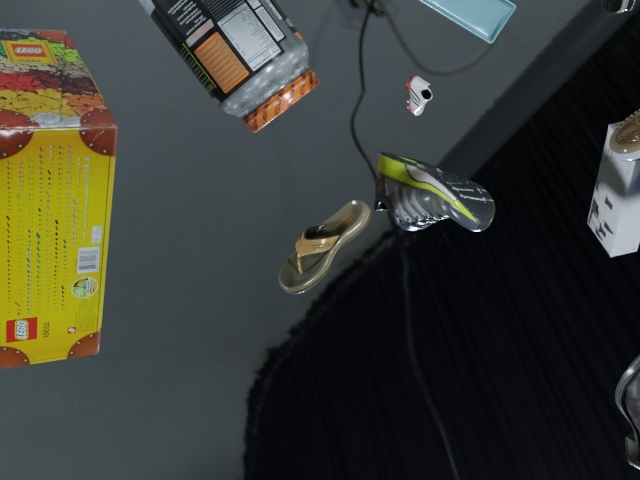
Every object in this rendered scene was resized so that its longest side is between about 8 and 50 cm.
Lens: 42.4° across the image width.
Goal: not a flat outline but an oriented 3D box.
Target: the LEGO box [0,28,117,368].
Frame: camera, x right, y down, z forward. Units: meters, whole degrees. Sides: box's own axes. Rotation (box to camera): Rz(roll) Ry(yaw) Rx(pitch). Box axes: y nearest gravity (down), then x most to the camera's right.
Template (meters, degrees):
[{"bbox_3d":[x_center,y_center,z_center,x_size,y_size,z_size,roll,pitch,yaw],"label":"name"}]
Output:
[{"bbox_3d":[-0.528,-0.080,1.516,0.193,0.372,0.500,-6,128,-28],"label":"LEGO box"}]

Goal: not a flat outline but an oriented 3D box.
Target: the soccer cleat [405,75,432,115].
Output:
[{"bbox_3d":[0.143,-0.202,1.175,0.029,0.035,0.083,-55,155,-18],"label":"soccer cleat"}]

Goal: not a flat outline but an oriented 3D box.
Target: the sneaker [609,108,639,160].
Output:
[{"bbox_3d":[0.589,-0.155,1.261,0.282,0.099,0.153,-26,124,5],"label":"sneaker"}]

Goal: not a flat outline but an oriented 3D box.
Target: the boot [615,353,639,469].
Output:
[{"bbox_3d":[0.520,0.278,1.102,0.091,0.229,0.263,-34,126,-19],"label":"boot"}]

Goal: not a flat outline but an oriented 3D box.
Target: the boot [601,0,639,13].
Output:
[{"bbox_3d":[0.621,-0.480,1.551,0.178,0.236,0.085,5,118,6],"label":"boot"}]

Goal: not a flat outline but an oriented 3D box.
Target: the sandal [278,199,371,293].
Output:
[{"bbox_3d":[0.000,0.000,1.217,0.180,0.072,0.049,-46,134,-7],"label":"sandal"}]

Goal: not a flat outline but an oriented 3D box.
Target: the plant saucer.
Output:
[{"bbox_3d":[0.196,-0.369,1.230,0.192,0.018,0.067,26,113,-16],"label":"plant saucer"}]

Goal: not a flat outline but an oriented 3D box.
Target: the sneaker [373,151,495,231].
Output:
[{"bbox_3d":[0.198,-0.066,1.490,0.111,0.300,0.121,4,108,-31],"label":"sneaker"}]

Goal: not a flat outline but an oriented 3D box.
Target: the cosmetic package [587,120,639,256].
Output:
[{"bbox_3d":[0.538,-0.089,1.469,0.060,0.099,0.239,-14,135,-8],"label":"cosmetic package"}]

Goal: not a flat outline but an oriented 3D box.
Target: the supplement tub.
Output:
[{"bbox_3d":[-0.153,-0.358,1.445,0.193,0.193,0.316,-33,100,20],"label":"supplement tub"}]
